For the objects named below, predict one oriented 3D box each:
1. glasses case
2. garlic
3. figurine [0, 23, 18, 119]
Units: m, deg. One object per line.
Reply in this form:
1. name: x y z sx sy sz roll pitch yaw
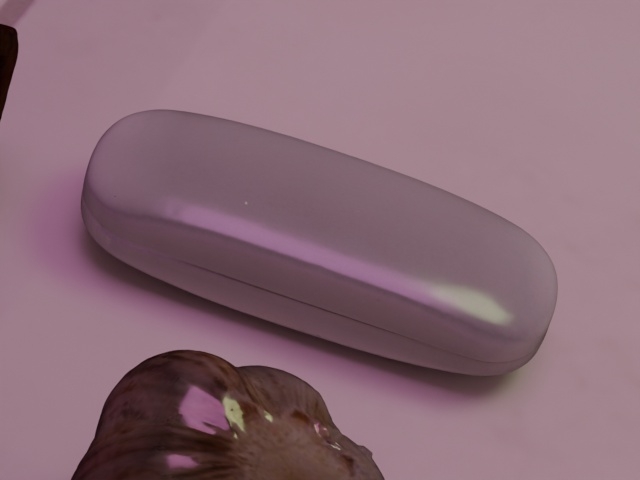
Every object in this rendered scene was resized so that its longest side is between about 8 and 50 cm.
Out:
1. glasses case: 0.000 0.000 0.943 0.233 0.059 0.092 18 45 -1
2. garlic: -0.034 0.122 0.780 0.147 0.102 0.159 -10 60 -45
3. figurine: -0.263 -0.030 0.849 0.283 0.204 0.338 -2 58 -30
